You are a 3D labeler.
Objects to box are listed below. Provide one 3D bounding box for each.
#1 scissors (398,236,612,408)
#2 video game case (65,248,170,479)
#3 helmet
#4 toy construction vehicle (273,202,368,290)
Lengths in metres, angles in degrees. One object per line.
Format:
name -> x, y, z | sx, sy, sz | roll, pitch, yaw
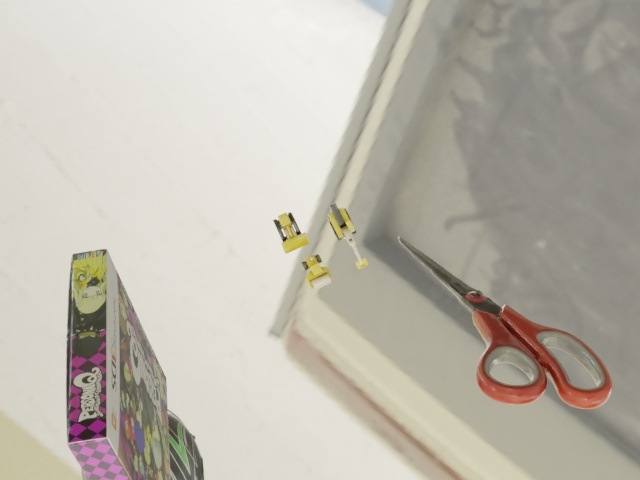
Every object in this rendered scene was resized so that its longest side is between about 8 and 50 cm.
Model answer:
scissors -> 0.153, 0.062, 1.018 | 0.109, 0.021, 0.297 | -5, -154, -11
video game case -> -0.190, 0.159, 1.117 | 0.042, 0.232, 0.210 | -10, -130, 2
helmet -> -0.237, 0.308, 1.553 | 0.169, 0.169, 0.161 | 23, -163, -16
toy construction vehicle -> 0.000, 0.000, 1.326 | 0.035, 0.086, 0.098 | 79, 168, -74
